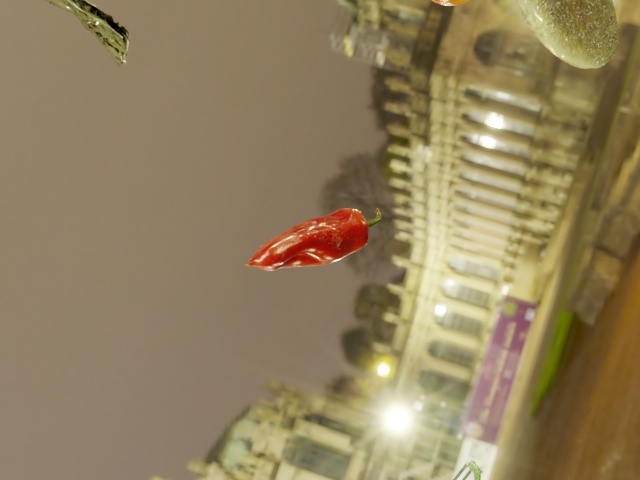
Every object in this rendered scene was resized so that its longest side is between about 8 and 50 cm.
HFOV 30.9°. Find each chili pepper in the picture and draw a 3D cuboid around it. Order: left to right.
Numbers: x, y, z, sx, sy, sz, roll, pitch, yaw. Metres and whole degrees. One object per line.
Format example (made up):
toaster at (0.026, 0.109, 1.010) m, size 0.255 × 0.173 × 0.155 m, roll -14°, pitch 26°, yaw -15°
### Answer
chili pepper at (0.001, 0.000, 1.189) m, size 0.191 × 0.050 × 0.059 m, roll -20°, pitch -5°, yaw -38°

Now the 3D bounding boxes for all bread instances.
bread at (0.428, -0.420, 2.001) m, size 0.040 × 0.267 × 0.267 m, roll -30°, pitch 27°, yaw 46°

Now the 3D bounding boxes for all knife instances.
knife at (0.231, 0.365, 1.491) m, size 0.022 × 0.166 × 0.078 m, roll -19°, pitch -34°, yaw -47°

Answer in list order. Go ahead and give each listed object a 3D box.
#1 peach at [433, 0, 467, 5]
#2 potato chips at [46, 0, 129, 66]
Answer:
peach at (0.169, -0.339, 1.421) m, size 0.101 × 0.101 × 0.100 m, roll 17°, pitch -90°, yaw -80°
potato chips at (-0.172, -0.166, 0.758) m, size 0.026 × 0.142 × 0.209 m, roll -44°, pitch 31°, yaw -3°
